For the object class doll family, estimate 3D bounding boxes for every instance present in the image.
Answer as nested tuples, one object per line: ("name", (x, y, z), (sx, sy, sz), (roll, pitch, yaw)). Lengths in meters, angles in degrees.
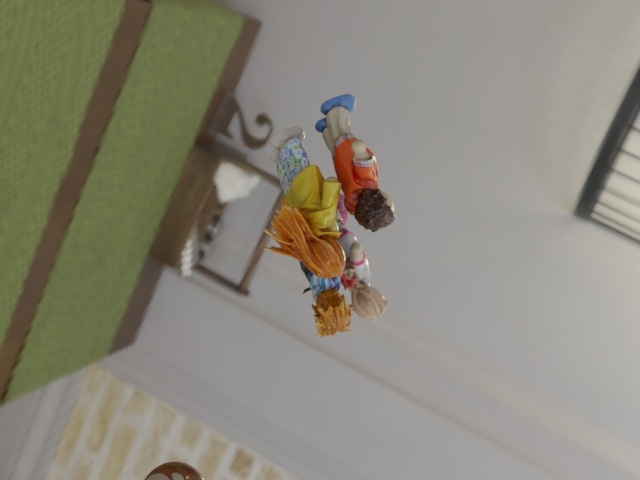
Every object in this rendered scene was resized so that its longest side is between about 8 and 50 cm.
("doll family", (0.000, 0.000, 1.057), (0.118, 0.163, 0.263), (-14, 148, -8))

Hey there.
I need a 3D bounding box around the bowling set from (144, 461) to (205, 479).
("bowling set", (-0.100, 0.289, 0.851), (0.287, 0.200, 0.154), (-27, -157, 36))
